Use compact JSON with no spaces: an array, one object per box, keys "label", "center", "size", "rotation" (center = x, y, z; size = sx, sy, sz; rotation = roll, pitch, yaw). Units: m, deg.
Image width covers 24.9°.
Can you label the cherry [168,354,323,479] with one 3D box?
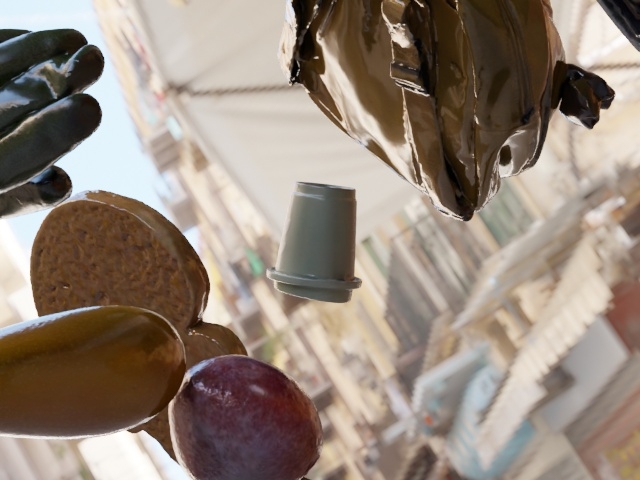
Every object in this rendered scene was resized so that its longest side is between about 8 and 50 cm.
[{"label":"cherry","center":[-0.033,0.164,1.053],"size":[0.107,0.090,0.225],"rotation":[-27,-56,13]}]

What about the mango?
[{"label":"mango","center":[-0.176,0.091,0.949],"size":[0.184,0.084,0.102],"rotation":[-11,15,-30]}]

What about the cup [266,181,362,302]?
[{"label":"cup","center":[0.000,0.000,1.793],"size":[0.120,0.120,0.141],"rotation":[-3,-75,-61]}]

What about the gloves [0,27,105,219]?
[{"label":"gloves","center":[-0.242,-0.066,0.909],"size":[0.268,0.135,0.107],"rotation":[-11,34,33]}]

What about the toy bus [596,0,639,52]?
[{"label":"toy bus","center":[0.360,-0.305,1.091],"size":[0.249,0.209,0.440],"rotation":[-38,7,-14]}]

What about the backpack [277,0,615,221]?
[{"label":"backpack","center":[0.108,-0.209,1.445],"size":[0.201,0.353,0.378],"rotation":[-43,-20,-21]}]

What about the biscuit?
[{"label":"biscuit","center":[-0.165,0.084,1.374],"size":[0.202,0.288,0.044],"rotation":[-35,4,35]}]
